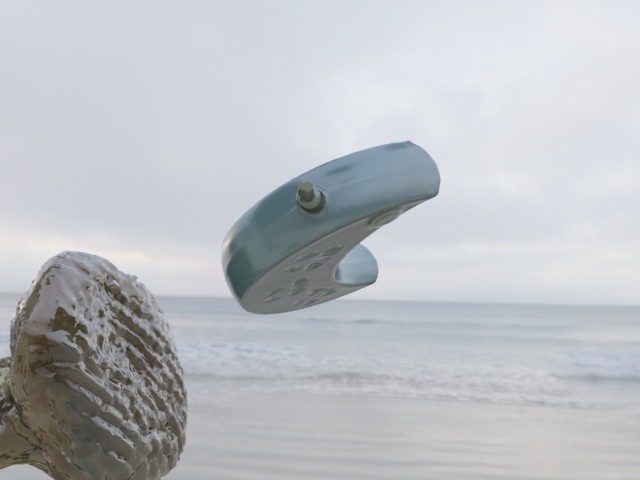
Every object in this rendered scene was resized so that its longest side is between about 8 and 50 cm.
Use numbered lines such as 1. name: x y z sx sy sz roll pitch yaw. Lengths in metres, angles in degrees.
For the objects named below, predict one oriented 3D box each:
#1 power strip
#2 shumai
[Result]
1. power strip: 0.000 0.000 0.415 0.137 0.044 0.216 -19 -18 -13
2. shumai: -0.200 0.116 0.462 0.153 0.161 0.209 -15 -51 6
